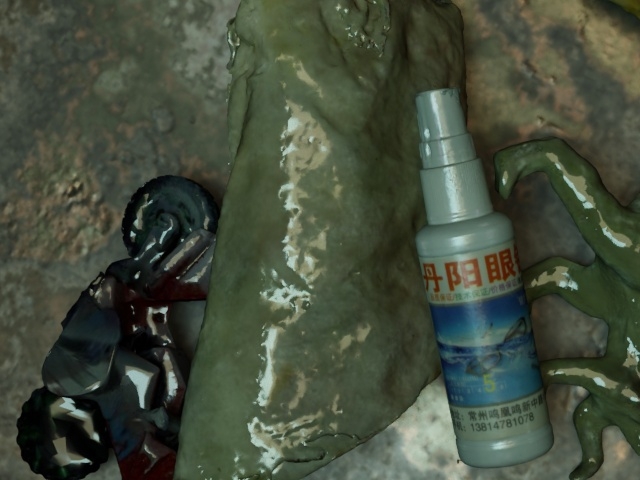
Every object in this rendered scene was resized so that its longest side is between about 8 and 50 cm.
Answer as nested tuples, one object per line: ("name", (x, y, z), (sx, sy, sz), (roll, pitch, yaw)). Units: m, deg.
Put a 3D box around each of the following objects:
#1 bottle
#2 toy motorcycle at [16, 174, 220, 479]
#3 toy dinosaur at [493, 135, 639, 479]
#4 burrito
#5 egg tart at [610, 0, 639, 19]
("bottle", (0.086, 0.020, 0.760), (0.060, 0.060, 0.217), (-12, 95, 7))
("toy motorcycle", (-0.106, 0.068, 0.838), (0.122, 0.082, 0.213), (27, 91, 10))
("toy dinosaur", (0.199, 0.044, 0.805), (0.162, 0.077, 0.294), (-10, 98, 3))
("burrito", (0.012, 0.003, 0.802), (0.175, 0.107, 0.347), (11, 83, -17))
("egg tart", (0.256, -0.269, 0.803), (0.288, 0.118, 0.288), (-2, 81, 10))
